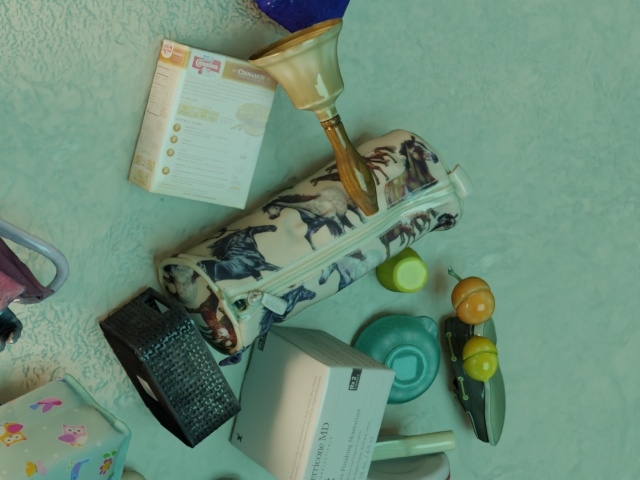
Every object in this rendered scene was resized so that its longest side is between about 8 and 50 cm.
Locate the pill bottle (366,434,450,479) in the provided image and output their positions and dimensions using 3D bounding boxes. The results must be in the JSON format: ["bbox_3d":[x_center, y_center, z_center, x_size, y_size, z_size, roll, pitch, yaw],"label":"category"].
[{"bbox_3d":[0.110,0.446,2.079,0.161,0.161,0.283,-13,112,-30],"label":"pill bottle"}]

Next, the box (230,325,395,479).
[{"bbox_3d":[-0.014,0.227,1.911,0.119,0.182,0.181,7,101,-36],"label":"box"}]

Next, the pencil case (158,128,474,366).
[{"bbox_3d":[0.000,0.000,1.847,0.410,0.183,0.160,-31,120,-23],"label":"pencil case"}]

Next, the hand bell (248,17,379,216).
[{"bbox_3d":[0.016,-0.141,1.748,0.126,0.126,0.242,-31,107,-22],"label":"hand bell"}]

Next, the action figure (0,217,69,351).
[{"bbox_3d":[-0.434,-0.050,1.535,0.370,0.248,0.276,57,35,-8],"label":"action figure"}]

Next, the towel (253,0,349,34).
[{"bbox_3d":[-0.062,-0.408,1.744,0.308,0.076,0.227,31,84,-38],"label":"towel"}]

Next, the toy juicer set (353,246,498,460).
[{"bbox_3d":[0.146,0.185,2.045,0.209,0.089,0.329,15,94,-15],"label":"toy juicer set"}]

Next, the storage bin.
[{"bbox_3d":[-0.193,0.163,1.806,0.084,0.122,0.180,-36,122,-20],"label":"storage bin"}]

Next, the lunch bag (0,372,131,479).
[{"bbox_3d":[-0.365,0.327,1.703,0.223,0.160,0.262,-22,138,-45],"label":"lunch bag"}]

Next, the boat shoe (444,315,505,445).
[{"bbox_3d":[0.236,0.212,2.148,0.081,0.069,0.227,-52,138,-54],"label":"boat shoe"}]

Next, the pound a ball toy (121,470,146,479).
[{"bbox_3d":[-0.216,0.475,1.896,0.319,0.208,0.136,-71,167,16],"label":"pound a ball toy"}]

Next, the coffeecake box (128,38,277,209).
[{"bbox_3d":[-0.146,-0.145,1.771,0.142,0.068,0.185,10,99,-36],"label":"coffeecake box"}]
